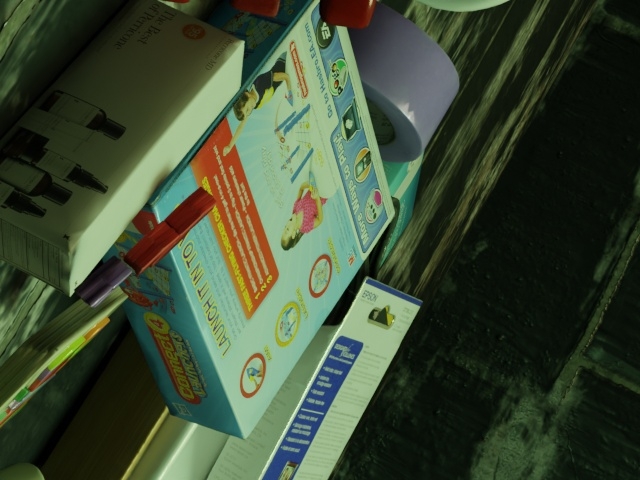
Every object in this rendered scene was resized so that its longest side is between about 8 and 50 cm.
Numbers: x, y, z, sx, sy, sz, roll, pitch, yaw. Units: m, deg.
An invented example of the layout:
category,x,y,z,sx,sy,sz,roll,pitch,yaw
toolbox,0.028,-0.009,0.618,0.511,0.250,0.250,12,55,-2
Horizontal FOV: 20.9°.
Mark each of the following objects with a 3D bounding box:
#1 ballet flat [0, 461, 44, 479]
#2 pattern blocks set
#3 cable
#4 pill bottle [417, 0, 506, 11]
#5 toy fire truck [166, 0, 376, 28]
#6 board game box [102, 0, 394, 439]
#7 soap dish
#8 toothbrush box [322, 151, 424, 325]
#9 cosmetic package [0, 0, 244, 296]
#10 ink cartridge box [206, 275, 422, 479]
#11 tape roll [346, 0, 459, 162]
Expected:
category,x,y,z,sx,sy,sz,roll,pitch,yaw
ballet flat,-0.319,0.288,1.455,0.248,0.086,0.086,-59,168,-11
pattern blocks set,-0.221,0.103,1.280,0.325,0.026,0.285,-43,180,37
cable,0.031,0.059,1.980,0.139,0.072,0.287,-36,144,-26
pill bottle,0.197,-0.393,1.801,0.392,0.224,0.224,-44,158,-57
toy fire truck,-0.026,-0.311,1.229,0.302,0.169,0.254,101,-4,-57
board game box,-0.063,-0.035,1.553,0.302,0.086,0.308,-55,145,-33
soap dish,-0.174,0.197,1.772,0.291,0.118,0.229,-59,169,-20
toothbrush box,0.000,0.000,2.084,0.295,0.126,0.216,-55,166,-28
cosmetic package,-0.156,-0.077,1.264,0.239,0.099,0.060,-55,167,-36
ink cartridge box,-0.025,0.204,1.891,0.371,0.069,0.176,-60,154,3
tape roll,0.036,-0.161,1.701,0.080,0.189,0.189,-59,168,-16
